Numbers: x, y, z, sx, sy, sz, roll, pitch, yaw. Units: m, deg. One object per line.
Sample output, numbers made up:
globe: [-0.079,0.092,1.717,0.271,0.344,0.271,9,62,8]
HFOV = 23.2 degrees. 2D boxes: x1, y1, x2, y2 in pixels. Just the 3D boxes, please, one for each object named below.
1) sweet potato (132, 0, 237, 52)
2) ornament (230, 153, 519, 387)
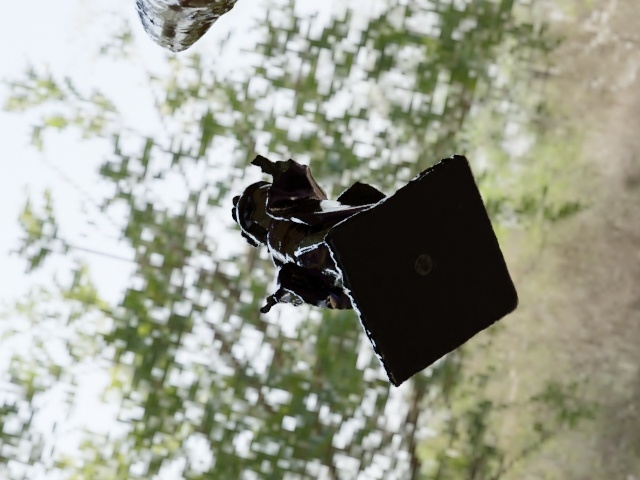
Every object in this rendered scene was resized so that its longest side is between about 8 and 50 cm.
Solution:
sweet potato: [-0.017,-0.087,0.352,0.179,0.044,0.044,122,169,-61]
ornament: [-0.001,-0.007,0.773,0.088,0.203,0.081,-29,-63,-21]
